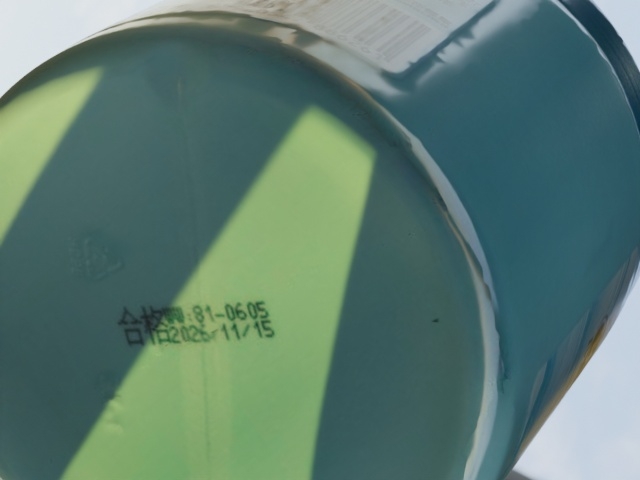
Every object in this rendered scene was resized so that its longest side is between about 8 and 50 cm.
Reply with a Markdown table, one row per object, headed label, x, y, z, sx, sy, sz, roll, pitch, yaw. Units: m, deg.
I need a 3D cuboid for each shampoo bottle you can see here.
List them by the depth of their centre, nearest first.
| label | x | y | z | sx | sy | sz | roll | pitch | yaw |
| --- | --- | --- | --- | --- | --- | --- | --- | --- | --- |
| shampoo bottle | 0.000 | 0.000 | 1.034 | 0.331 | 0.331 | 0.342 | -47 | 176 | 28 |
